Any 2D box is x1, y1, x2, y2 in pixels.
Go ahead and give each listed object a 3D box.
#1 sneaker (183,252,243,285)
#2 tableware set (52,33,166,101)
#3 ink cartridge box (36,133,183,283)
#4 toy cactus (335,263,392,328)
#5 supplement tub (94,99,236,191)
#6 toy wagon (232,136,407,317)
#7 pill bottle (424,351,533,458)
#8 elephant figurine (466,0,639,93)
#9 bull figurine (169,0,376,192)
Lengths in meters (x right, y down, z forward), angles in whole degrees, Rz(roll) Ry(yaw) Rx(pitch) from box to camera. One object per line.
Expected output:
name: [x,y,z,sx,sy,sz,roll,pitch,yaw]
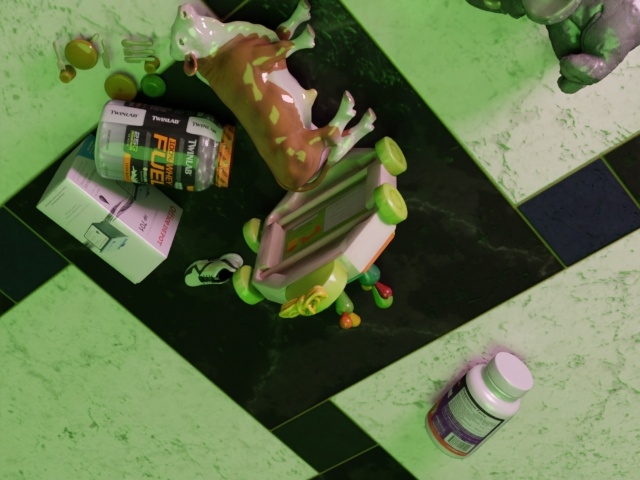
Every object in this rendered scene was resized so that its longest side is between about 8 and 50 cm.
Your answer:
sneaker: [-0.181,0.054,1.496,0.109,0.044,0.040,-20,123,21]
tableware set: [-0.303,-0.247,1.308,0.154,0.024,0.104,0,129,4]
ink cartridge box: [-0.314,-0.048,1.377,0.190,0.140,0.082,40,118,-21]
toy cactus: [0.028,0.038,1.440,0.219,0.112,0.181,26,114,-2]
supplement tub: [-0.222,-0.135,1.317,0.190,0.117,0.117,8,126,-3]
toy wagon: [0.000,0.000,1.253,0.267,0.344,0.068,-30,119,24]
pill bottle: [0.276,0.283,1.574,0.108,0.108,0.193,28,123,-14]
elephant figurine: [0.289,-0.314,1.131,0.186,0.169,0.239,-43,97,-1]
bull figurine: [-0.066,-0.214,1.248,0.188,0.101,0.310,-27,111,20]
